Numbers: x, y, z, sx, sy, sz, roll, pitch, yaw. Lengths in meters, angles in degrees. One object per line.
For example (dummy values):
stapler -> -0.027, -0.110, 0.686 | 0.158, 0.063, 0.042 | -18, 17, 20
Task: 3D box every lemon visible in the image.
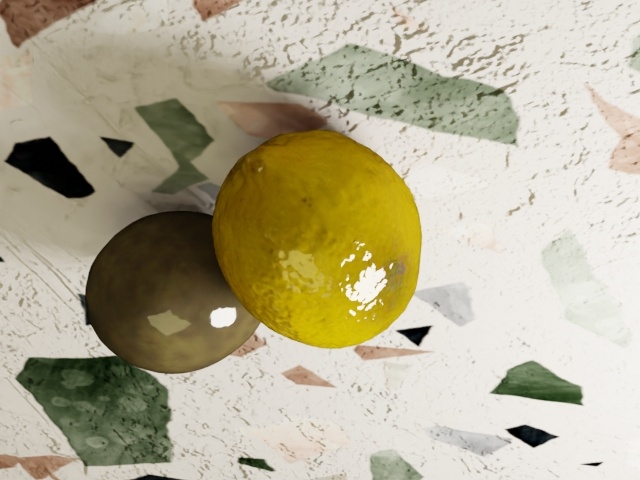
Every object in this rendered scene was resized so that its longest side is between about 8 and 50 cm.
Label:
lemon -> 0.000, 0.000, 1.438 | 0.188, 0.188, 0.257 | -10, 144, 23

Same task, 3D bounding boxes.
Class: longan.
longan -> -0.135, 0.050, 1.564 | 0.184, 0.159, 0.204 | -10, 178, 9
